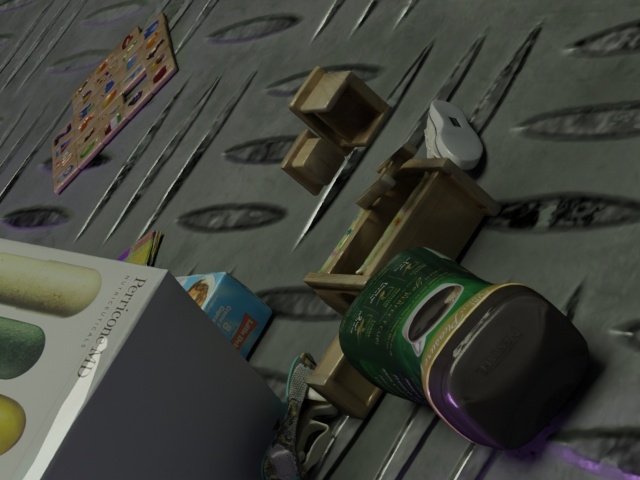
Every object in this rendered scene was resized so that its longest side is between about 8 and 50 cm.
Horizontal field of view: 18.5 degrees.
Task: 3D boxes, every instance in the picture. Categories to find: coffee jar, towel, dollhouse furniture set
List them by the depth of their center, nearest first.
[{"bbox_3d":[0.087,0.065,1.211,0.096,0.079,0.184,-49,21,-7],"label":"coffee jar"},{"bbox_3d":[0.000,0.000,1.365,0.182,0.161,0.101,-56,23,-16],"label":"dollhouse furniture set"},{"bbox_3d":[-0.183,0.028,1.855,0.083,0.009,0.060,-36,27,31],"label":"towel"}]

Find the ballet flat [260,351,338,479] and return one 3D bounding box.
[{"bbox_3d":[-0.008,0.124,1.359,0.041,0.041,0.114,-30,30,40],"label":"ballet flat"}]

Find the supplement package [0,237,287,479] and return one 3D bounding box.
[{"bbox_3d":[-0.199,0.133,1.369,0.263,0.198,0.199,10,60,38],"label":"supplement package"}]

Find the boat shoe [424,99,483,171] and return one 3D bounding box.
[{"bbox_3d":[0.095,-0.070,1.473,0.100,0.035,0.035,-108,34,-60],"label":"boat shoe"}]

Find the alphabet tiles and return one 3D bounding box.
[{"bbox_3d":[-0.242,-0.168,2.271,0.198,0.009,0.237,-45,23,12],"label":"alphabet tiles"}]

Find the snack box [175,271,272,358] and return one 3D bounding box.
[{"bbox_3d":[-0.179,0.172,1.557,0.187,0.060,0.322,-8,47,58],"label":"snack box"}]
